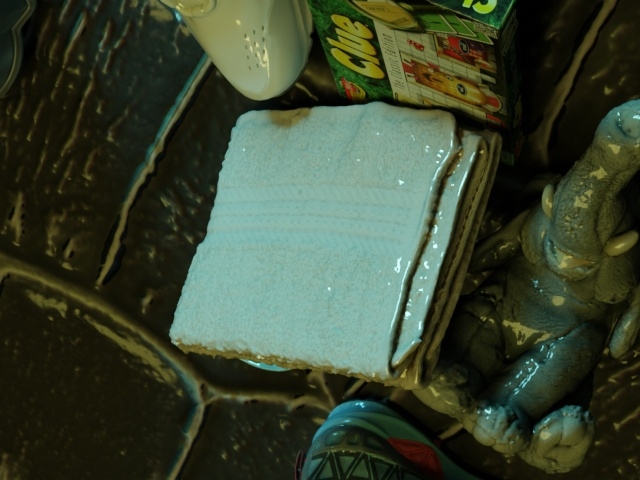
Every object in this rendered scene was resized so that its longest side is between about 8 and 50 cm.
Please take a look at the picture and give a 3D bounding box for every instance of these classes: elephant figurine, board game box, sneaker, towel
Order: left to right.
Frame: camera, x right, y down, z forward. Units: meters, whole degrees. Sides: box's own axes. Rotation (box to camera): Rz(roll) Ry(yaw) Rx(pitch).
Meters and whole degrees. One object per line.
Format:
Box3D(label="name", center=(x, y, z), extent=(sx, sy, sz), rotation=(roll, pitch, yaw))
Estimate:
Box3D(label="sneaker", center=(-0.113, -0.216, 1.236), extent=(0.111, 0.129, 0.297), rotation=(-19, 110, 42))
Box3D(label="towel", center=(0.000, 0.000, 1.245), extent=(0.049, 0.187, 0.282), rotation=(26, 166, -35))
Box3D(label="board game box", center=(0.061, -0.119, 1.141), extent=(0.136, 0.030, 0.260), rotation=(26, 170, 14))
Box3D(label="sneaker", center=(0.091, 0.242, 1.431), extent=(0.262, 0.125, 0.104), rotation=(31, 136, 13))
Box3D(label="elephant figurine", center=(0.168, 0.022, 1.206), extent=(0.169, 0.186, 0.239), rotation=(29, 98, -25))

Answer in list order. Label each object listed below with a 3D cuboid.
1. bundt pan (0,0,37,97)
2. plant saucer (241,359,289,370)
Box3D(label="bundt pan", center=(-0.394, -0.190, 1.382), extent=(0.331, 0.124, 0.331), rotation=(5, 114, 12))
Box3D(label="plant saucer", center=(-0.050, 0.051, 1.465), extent=(0.119, 0.021, 0.119), rotation=(19, 131, 23))
